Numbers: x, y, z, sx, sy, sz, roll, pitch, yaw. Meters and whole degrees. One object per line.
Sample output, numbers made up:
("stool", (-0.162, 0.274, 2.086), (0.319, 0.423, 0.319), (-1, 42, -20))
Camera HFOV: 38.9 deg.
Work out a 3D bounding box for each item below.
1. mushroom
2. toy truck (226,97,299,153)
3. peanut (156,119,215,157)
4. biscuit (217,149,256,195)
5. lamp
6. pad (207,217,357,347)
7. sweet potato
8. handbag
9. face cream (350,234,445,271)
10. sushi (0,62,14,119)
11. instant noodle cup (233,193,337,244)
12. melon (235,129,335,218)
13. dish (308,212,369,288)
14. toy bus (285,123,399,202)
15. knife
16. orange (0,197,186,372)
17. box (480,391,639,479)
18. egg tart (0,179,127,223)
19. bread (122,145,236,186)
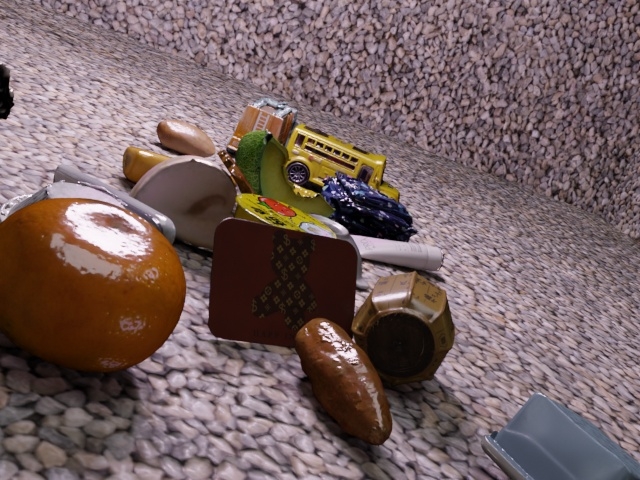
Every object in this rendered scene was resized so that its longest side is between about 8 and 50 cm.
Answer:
("mushroom", (-0.224, -0.085, 1.623), (0.236, 0.162, 0.173), (20, 17, -18))
("toy truck", (-0.145, -0.304, 2.451), (0.136, 0.162, 0.305), (23, 15, 2))
("peanut", (-0.320, -0.241, 2.166), (0.152, 0.076, 0.076), (23, 15, -18))
("biscuit", (-0.145, -0.114, 1.581), (0.130, 0.019, 0.119), (55, -3, 28))
("lamp", (0.131, 0.135, 1.415), (0.161, 0.161, 0.185), (24, 15, 1))
("pad", (-0.050, 0.070, 1.371), (0.267, 0.181, 0.004), (11, -11, -36))
("sweet potato", (0.034, 0.194, 1.226), (0.097, 0.097, 0.252), (14, 23, -29))
("handbag", (0.113, -0.070, 2.148), (0.260, 0.113, 0.162), (22, 20, -34))
("face cream", (0.156, 0.026, 2.007), (0.243, 0.058, 0.092), (9, 25, -24))
("sushi", (-0.632, -0.220, 1.471), (0.238, 0.219, 0.225), (1, -30, 22))
("instant noodle cup", (-0.081, 0.025, 1.498), (0.182, 0.144, 0.182), (22, 14, -6))
("melon", (-0.114, -0.111, 1.928), (0.169, 0.129, 0.265), (17, -23, 47))
("dish", (0.000, 0.000, 1.800), (0.236, 0.086, 0.228), (22, 16, -6))
("toy bus", (0.064, -0.180, 2.363), (0.331, 0.151, 0.145), (23, 13, 2))
("knife", (-0.348, -0.051, 1.507), (0.265, 0.073, 0.040), (28, 25, 25))
("orange", (-0.278, 0.055, 1.069), (0.240, 0.171, 0.240), (25, 27, -14))
("box", (0.332, 0.309, 1.175), (0.162, 0.130, 0.227), (31, 9, -38))
("egg tart", (-0.362, -0.024, 1.359), (0.234, 0.094, 0.234), (21, 18, -7))
("bread", (-0.284, -0.127, 1.835), (0.239, 0.074, 0.092), (15, 1, -31))
